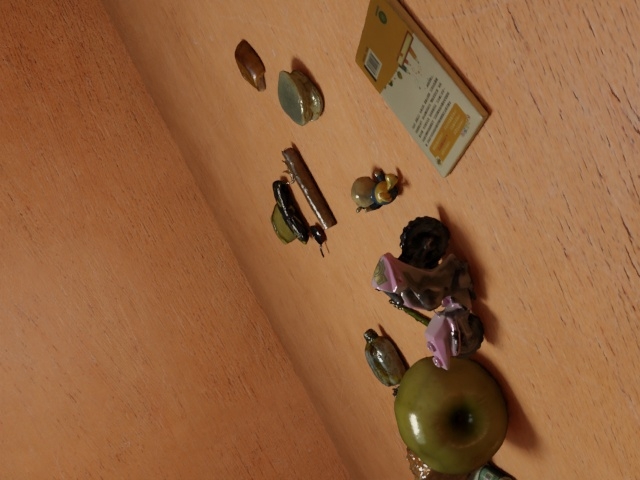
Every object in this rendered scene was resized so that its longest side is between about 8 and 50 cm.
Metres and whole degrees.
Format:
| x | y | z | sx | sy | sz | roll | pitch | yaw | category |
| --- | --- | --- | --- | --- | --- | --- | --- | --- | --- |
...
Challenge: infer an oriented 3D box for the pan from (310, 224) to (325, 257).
| x | y | z | sx | sy | sz | roll | pitch | yaw | category |
| --- | --- | --- | --- | --- | --- | --- | --- | --- | --- |
| 0.001 | 0.000 | 1.959 | 0.068 | 0.023 | 0.115 | 30 | 143 | 57 | pan |

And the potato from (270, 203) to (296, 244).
| x | y | z | sx | sy | sz | roll | pitch | yaw | category |
| --- | --- | --- | --- | --- | --- | --- | --- | --- | --- |
| -0.144 | -0.061 | 2.180 | 0.149 | 0.081 | 0.120 | 63 | 161 | -8 | potato |

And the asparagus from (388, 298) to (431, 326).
| x | y | z | sx | sy | sz | roll | pitch | yaw | category |
| --- | --- | --- | --- | --- | --- | --- | --- | --- | --- |
| 0.244 | 0.193 | 1.579 | 0.248 | 0.024 | 0.025 | 30 | 139 | 61 | asparagus |

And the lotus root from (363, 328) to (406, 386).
| x | y | z | sx | sy | sz | roll | pitch | yaw | category |
| --- | --- | --- | --- | --- | --- | --- | --- | --- | --- |
| 0.191 | 0.354 | 1.885 | 0.192 | 0.088 | 0.113 | 60 | 147 | 3 | lotus root |

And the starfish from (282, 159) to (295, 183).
| x | y | z | sx | sy | sz | roll | pitch | yaw | category |
| --- | --- | --- | --- | --- | --- | --- | --- | --- | --- |
| -0.096 | -0.210 | 1.895 | 0.078 | 0.028 | 0.091 | 69 | 164 | -8 | starfish |

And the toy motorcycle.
| x | y | z | sx | sy | sz | roll | pitch | yaw | category |
| --- | --- | --- | --- | --- | --- | --- | --- | --- | --- |
| 0.215 | 0.120 | 1.267 | 0.327 | 0.188 | 0.143 | 66 | 166 | -18 | toy motorcycle |

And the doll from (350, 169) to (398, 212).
| x | y | z | sx | sy | sz | roll | pitch | yaw | category |
| --- | --- | --- | --- | --- | --- | --- | --- | --- | --- |
| 0.115 | -0.106 | 1.377 | 0.088 | 0.102 | 0.179 | 23 | 165 | -10 | doll |

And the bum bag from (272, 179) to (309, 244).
| x | y | z | sx | sy | sz | roll | pitch | yaw | category |
| --- | --- | --- | --- | --- | --- | --- | --- | --- | --- |
| -0.098 | -0.090 | 2.039 | 0.233 | 0.060 | 0.106 | 66 | 171 | -12 | bum bag |

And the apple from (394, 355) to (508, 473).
| x | y | z | sx | sy | sz | roll | pitch | yaw | category |
| --- | --- | --- | --- | --- | --- | --- | --- | --- | --- |
| 0.295 | 0.401 | 1.441 | 0.279 | 0.279 | 0.279 | 52 | 161 | 26 | apple |

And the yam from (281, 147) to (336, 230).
| x | y | z | sx | sy | sz | roll | pitch | yaw | category |
| --- | --- | --- | --- | --- | --- | --- | --- | --- | --- |
| -0.034 | -0.151 | 1.784 | 0.264 | 0.046 | 0.046 | 61 | 163 | -4 | yam |

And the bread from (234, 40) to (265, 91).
| x | y | z | sx | sy | sz | roll | pitch | yaw | category |
| --- | --- | --- | --- | --- | --- | --- | --- | --- | --- |
| -0.200 | -0.479 | 1.736 | 0.129 | 0.044 | 0.126 | 48 | 160 | 27 | bread |

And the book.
| x | y | z | sx | sy | sz | roll | pitch | yaw | category |
| --- | --- | --- | --- | --- | --- | --- | --- | --- | --- |
| 0.162 | -0.270 | 1.081 | 0.296 | 0.020 | 0.208 | 56 | 162 | 14 | book |

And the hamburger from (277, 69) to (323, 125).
| x | y | z | sx | sy | sz | roll | pitch | yaw | category |
| --- | --- | --- | --- | --- | --- | --- | --- | --- | --- |
| -0.052 | -0.345 | 1.500 | 0.140 | 0.062 | 0.133 | 54 | 158 | 27 | hamburger |

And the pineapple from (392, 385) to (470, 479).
| x | y | z | sx | sy | sz | roll | pitch | yaw | category |
| --- | --- | --- | --- | --- | --- | --- | --- | --- | --- |
| 0.294 | 0.532 | 1.755 | 0.341 | 0.169 | 0.169 | -112 | 5 | -53 | pineapple |

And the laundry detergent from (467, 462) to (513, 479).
| x | y | z | sx | sy | sz | roll | pitch | yaw | category |
| --- | --- | --- | --- | --- | --- | --- | --- | --- | --- |
| 0.436 | 0.639 | 1.668 | 0.225 | 0.070 | 0.099 | 10 | 124 | 67 | laundry detergent |
